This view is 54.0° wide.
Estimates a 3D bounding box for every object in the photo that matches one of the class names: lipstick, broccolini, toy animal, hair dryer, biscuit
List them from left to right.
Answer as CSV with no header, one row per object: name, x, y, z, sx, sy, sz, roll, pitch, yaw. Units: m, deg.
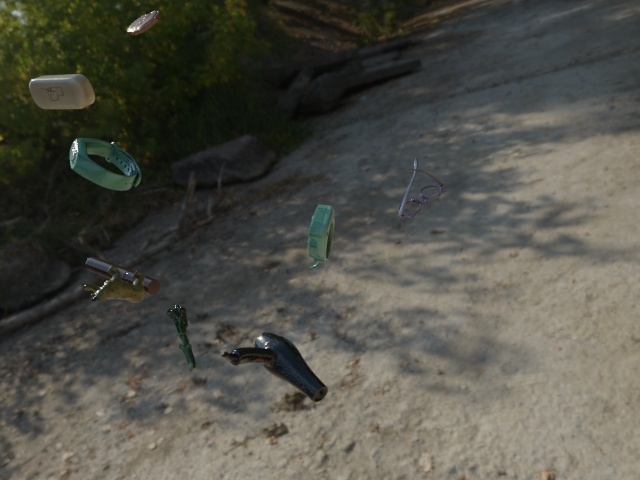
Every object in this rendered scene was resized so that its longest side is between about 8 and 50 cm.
toy animal,-0.607,0.147,1.880,0.103,0.101,0.219,-50,-28,9
lipstick,-0.695,0.120,2.184,0.357,0.057,0.057,14,36,35
biscuit,-0.523,-0.644,1.856,0.130,0.019,0.102,15,60,46
broccolini,-0.391,0.279,1.825,0.058,0.067,0.216,-35,54,9
hair dryer,-0.129,0.289,1.431,0.236,0.091,0.272,36,14,38

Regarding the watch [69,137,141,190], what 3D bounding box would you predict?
watch,-0.633,-0.230,1.842,0.195,0.068,0.237,16,22,-33

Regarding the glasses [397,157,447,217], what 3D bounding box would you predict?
glasses,0.220,-0.128,1.418,0.140,0.103,0.063,-34,39,-22

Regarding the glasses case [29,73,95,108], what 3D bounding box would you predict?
glasses case,-0.659,-0.378,1.598,0.196,0.083,0.050,5,30,30

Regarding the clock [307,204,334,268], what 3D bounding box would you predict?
clock,0.000,0.000,1.320,0.041,0.135,0.101,10,42,7
